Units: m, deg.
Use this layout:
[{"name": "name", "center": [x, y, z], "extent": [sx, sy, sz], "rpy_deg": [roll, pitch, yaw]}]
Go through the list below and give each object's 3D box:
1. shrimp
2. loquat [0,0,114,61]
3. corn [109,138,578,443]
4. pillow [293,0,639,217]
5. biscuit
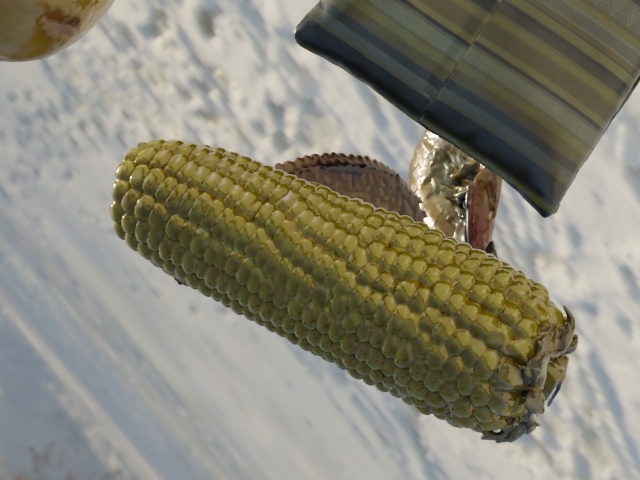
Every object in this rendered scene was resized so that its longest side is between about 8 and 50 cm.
[{"name": "shrimp", "center": [0.157, -0.026, 1.572], "extent": [0.063, 0.152, 0.287], "rpy_deg": [14, -142, -29]}, {"name": "loquat", "center": [-0.281, -0.261, 1.387], "extent": [0.208, 0.208, 0.208], "rpy_deg": [48, 167, 15]}, {"name": "corn", "center": [0.010, 0.021, 0.949], "extent": [0.305, 0.106, 0.106], "rpy_deg": [25, 160, 15]}, {"name": "pillow", "center": [0.123, -0.157, 0.992], "extent": [0.208, 0.212, 0.052], "rpy_deg": [34, 179, -2]}, {"name": "biscuit", "center": [-0.002, -0.010, 1.092], "extent": [0.025, 0.206, 0.126], "rpy_deg": [54, 128, 44]}]
